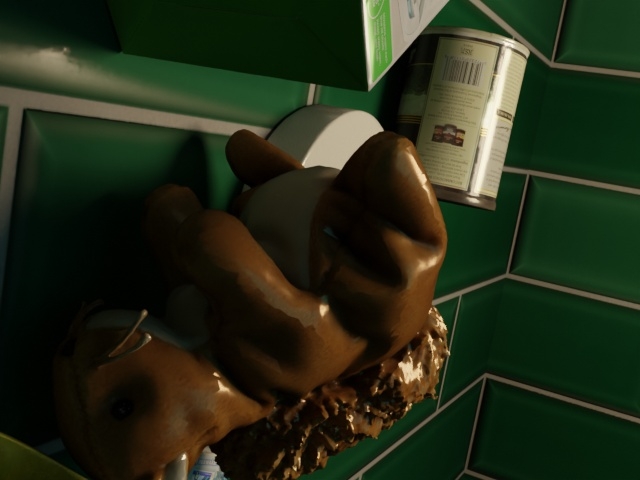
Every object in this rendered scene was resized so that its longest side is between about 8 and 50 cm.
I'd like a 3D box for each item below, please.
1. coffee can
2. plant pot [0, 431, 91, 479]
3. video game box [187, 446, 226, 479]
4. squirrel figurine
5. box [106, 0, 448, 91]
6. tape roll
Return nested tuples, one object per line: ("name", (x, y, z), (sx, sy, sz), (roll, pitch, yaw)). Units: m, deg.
("coffee can", (0.229, -0.204, 1.329), (0.201, 0.202, 0.275), (5, 98, -64))
("plant pot", (-0.279, 0.321, 0.446), (0.353, 0.367, 0.366), (-58, 152, -8))
("video game box", (-0.194, 0.334, 0.916), (0.205, 0.048, 0.187), (39, 69, -62))
("squirrel figurine", (-0.058, 0.127, 0.781), (0.370, 0.281, 0.397), (-46, 128, -23))
("box", (-0.028, -0.262, 0.705), (0.231, 0.262, 0.126), (-53, 147, -41))
("tape roll", (0.000, 0.000, 1.116), (0.392, 0.072, 0.391), (-40, 137, -52))
